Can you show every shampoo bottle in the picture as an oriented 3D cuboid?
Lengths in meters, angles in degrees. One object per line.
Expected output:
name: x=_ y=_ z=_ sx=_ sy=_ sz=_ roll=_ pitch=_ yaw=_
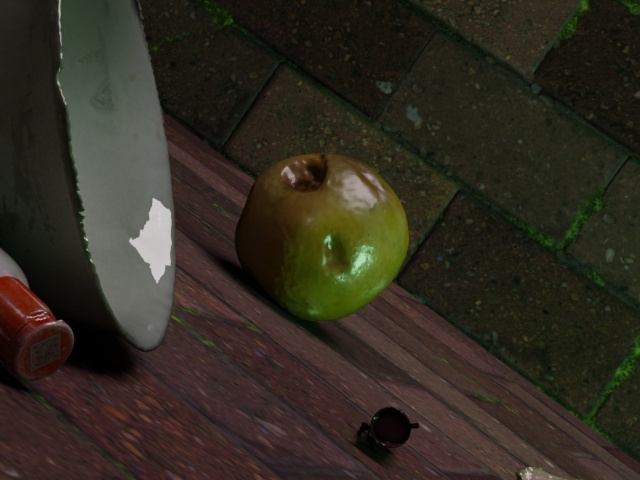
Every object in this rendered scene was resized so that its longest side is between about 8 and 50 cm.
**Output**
shampoo bottle: x=-0.228 y=0.008 z=1.020 sx=0.221 sy=0.051 sz=0.108 roll=37 pitch=-2 yaw=34

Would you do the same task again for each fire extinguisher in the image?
fire extinguisher: x=0.064 y=0.173 z=1.544 sx=0.056 sy=0.039 sz=0.132 roll=-3 pitch=-6 yaw=2

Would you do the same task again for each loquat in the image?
loquat: x=-0.005 y=0.000 z=2.032 sx=0.213 sy=0.213 sz=0.213 roll=35 pitch=4 yaw=-3

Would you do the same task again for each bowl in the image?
bowl: x=-0.205 y=-0.069 z=1.178 sx=0.146 sy=0.313 sz=0.313 roll=-6 pitch=0 yaw=7

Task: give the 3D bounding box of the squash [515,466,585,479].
squash: x=0.294 y=0.303 z=1.730 sx=0.239 sy=0.069 sz=0.069 roll=34 pitch=4 yaw=-14
